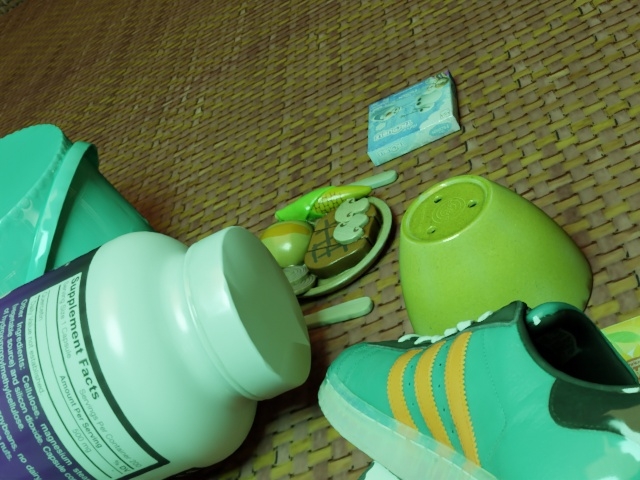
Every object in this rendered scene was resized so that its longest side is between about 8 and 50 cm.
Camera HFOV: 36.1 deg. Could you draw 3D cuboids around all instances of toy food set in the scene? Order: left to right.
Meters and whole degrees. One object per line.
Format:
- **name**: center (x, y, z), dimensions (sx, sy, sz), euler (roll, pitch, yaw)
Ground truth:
- **toy food set**: center (0.000, 0.000, 0.858), dimensions (0.132, 0.038, 0.192), euler (-19, 35, 26)

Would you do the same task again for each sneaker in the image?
- **sneaker**: center (0.099, 0.088, 0.523), dimensions (0.121, 0.108, 0.302), euler (-63, 24, -3)

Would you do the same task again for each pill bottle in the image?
- **pill bottle**: center (-0.176, 0.110, 0.742), dimensions (0.323, 0.181, 0.181), euler (-25, 32, 16)

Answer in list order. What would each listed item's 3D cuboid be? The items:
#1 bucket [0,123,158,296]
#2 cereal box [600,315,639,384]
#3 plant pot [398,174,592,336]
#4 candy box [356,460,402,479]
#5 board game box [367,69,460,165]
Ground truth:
- **bucket**: center (-0.293, 0.029, 0.964), dimensions (0.281, 0.183, 0.281), euler (-25, 32, 17)
- **cereal box**: center (0.223, 0.116, 0.474), dimensions (0.173, 0.047, 0.240), euler (-23, 34, 23)
- **plant pot**: center (0.107, 0.012, 0.683), dimensions (0.134, 0.095, 0.134), euler (-25, 33, 18)
- **candy box**: center (0.023, 0.231, 0.490), dimensions (0.196, 0.070, 0.165), euler (-44, 32, -13)
- **board game box**: center (0.090, -0.120, 0.955), dimensions (0.090, 0.020, 0.090), euler (-23, 34, 20)
